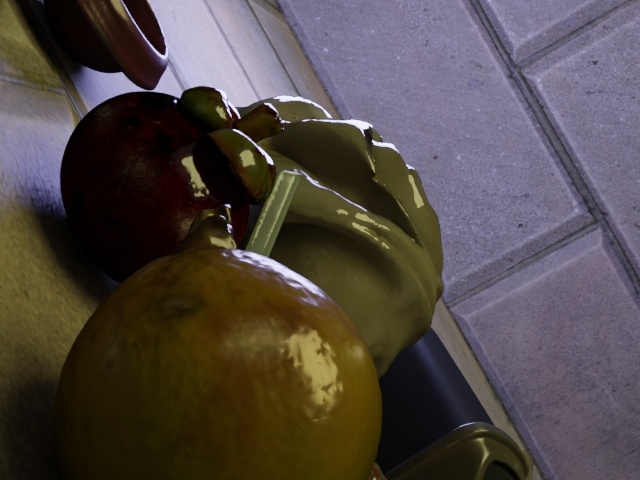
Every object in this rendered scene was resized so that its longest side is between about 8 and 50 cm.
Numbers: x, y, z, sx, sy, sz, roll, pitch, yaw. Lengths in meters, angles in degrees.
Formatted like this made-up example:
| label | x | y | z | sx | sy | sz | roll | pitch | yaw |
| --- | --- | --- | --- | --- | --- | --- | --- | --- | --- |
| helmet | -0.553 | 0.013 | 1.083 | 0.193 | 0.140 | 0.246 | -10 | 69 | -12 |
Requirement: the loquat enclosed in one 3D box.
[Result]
| label | x | y | z | sx | sy | sz | roll | pitch | yaw |
| --- | --- | --- | --- | --- | --- | --- | --- | --- | --- |
| loquat | -0.069 | 0.094 | 0.692 | 0.213 | 0.213 | 0.246 | 32 | 51 | -67 |

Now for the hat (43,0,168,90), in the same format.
| label | x | y | z | sx | sy | sz | roll | pitch | yaw |
| --- | --- | --- | --- | --- | --- | --- | --- | --- | --- |
| hat | -0.237 | -0.241 | 1.144 | 0.205 | 0.089 | 0.205 | 62 | 8 | -15 |

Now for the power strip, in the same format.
| label | x | y | z | sx | sy | sz | roll | pitch | yaw |
| --- | --- | --- | --- | --- | --- | --- | --- | --- | --- |
| power strip | -0.078 | 0.043 | 0.940 | 0.027 | 0.253 | 0.060 | 30 | -21 | -23 |

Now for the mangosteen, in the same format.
| label | x | y | z | sx | sy | sz | roll | pitch | yaw |
| --- | --- | --- | --- | --- | --- | --- | --- | --- | --- |
| mangosteen | -0.120 | -0.053 | 0.906 | 0.200 | 0.200 | 0.200 | 56 | 12 | -19 |

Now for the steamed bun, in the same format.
| label | x | y | z | sx | sy | sz | roll | pitch | yaw |
| --- | --- | --- | --- | --- | --- | --- | --- | --- | --- |
| steamed bun | 0.000 | 0.000 | 1.163 | 0.342 | 0.255 | 0.368 | 55 | 14 | -33 |

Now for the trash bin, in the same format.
| label | x | y | z | sx | sy | sz | roll | pitch | yaw |
| --- | --- | --- | --- | --- | --- | --- | --- | --- | --- |
| trash bin | 0.131 | 0.242 | 1.331 | 0.209 | 0.182 | 0.290 | 44 | 14 | -51 |

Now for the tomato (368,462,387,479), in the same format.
| label | x | y | z | sx | sy | sz | roll | pitch | yaw |
| --- | --- | --- | --- | --- | --- | --- | --- | --- | --- |
| tomato | 0.038 | 0.285 | 1.018 | 0.237 | 0.095 | 0.237 | 56 | 12 | -18 |
